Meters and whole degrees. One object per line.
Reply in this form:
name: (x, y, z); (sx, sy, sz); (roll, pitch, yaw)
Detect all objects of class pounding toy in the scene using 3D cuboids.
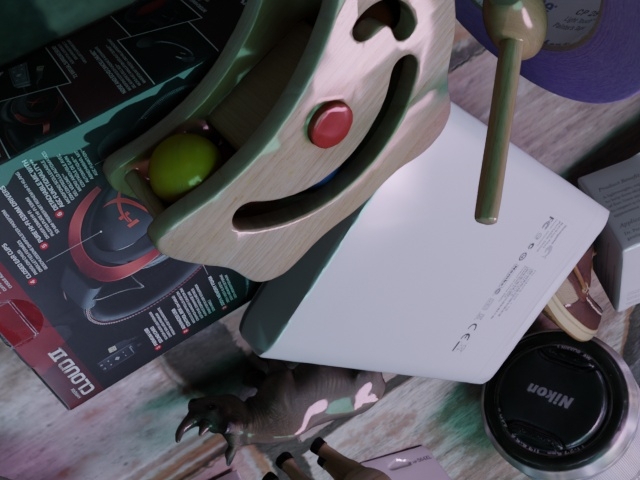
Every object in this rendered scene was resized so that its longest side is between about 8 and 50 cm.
pounding toy: (0.019, -0.078, 0.404); (0.269, 0.155, 0.154); (-41, 143, -3)

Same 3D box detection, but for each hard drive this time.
hard drive: (0.117, 0.020, 0.660); (0.353, 0.047, 0.233); (18, 110, -49)

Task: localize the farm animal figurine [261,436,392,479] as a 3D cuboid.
farm animal figurine: (-0.068, 0.328, 0.651); (0.330, 0.172, 0.327); (-53, 142, -8)

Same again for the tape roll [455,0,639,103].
tape roll: (0.135, -0.219, 0.447); (0.090, 0.275, 0.275); (-38, 140, -2)

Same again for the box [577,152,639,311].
box: (0.434, -0.023, 0.922); (0.181, 0.119, 0.182); (-21, 147, 8)

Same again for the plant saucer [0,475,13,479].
plant saucer: (-0.374, 0.377, 0.618); (0.400, 0.100, 0.400); (-9, 116, -18)

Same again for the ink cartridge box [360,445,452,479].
ink cartridge box: (0.098, 0.429, 1.131); (0.148, 0.086, 0.203); (-5, 128, -35)

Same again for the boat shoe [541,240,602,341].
boat shoe: (0.292, 0.021, 0.905); (0.123, 0.123, 0.342); (-47, 133, 8)

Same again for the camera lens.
camera lens: (0.381, 0.272, 1.112); (0.219, 0.219, 0.274); (-44, 139, 3)

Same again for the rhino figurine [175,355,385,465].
rhino figurine: (-0.039, 0.164, 0.776); (0.243, 0.106, 0.073); (-16, 133, -28)

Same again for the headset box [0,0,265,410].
headset box: (-0.139, -0.027, 0.526); (0.293, 0.110, 0.218); (-32, 138, -13)

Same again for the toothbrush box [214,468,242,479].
toothbrush box: (-0.165, 0.457, 0.918); (0.216, 0.126, 0.295); (-21, 136, -21)
